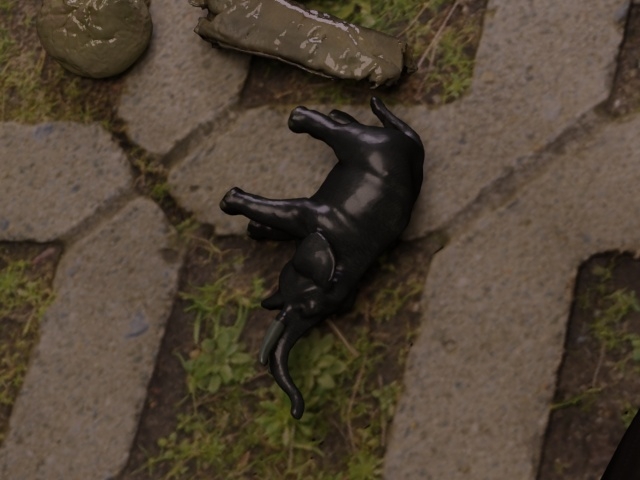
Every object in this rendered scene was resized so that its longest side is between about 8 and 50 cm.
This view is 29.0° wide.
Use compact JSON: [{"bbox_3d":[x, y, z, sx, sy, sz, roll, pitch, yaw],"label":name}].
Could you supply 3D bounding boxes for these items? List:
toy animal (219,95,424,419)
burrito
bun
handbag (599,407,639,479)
[{"bbox_3d":[-0.009,-0.001,1.012,0.137,0.082,0.269,24,78,24],"label":"toy animal"},{"bbox_3d":[-0.026,-0.181,1.098,0.229,0.058,0.063,21,84,21],"label":"burrito"},{"bbox_3d":[-0.214,-0.209,1.157,0.115,0.069,0.115,-5,71,16],"label":"bun"},{"bbox_3d":[0.293,0.240,0.819,0.257,0.113,0.285,25,72,17],"label":"handbag"}]
